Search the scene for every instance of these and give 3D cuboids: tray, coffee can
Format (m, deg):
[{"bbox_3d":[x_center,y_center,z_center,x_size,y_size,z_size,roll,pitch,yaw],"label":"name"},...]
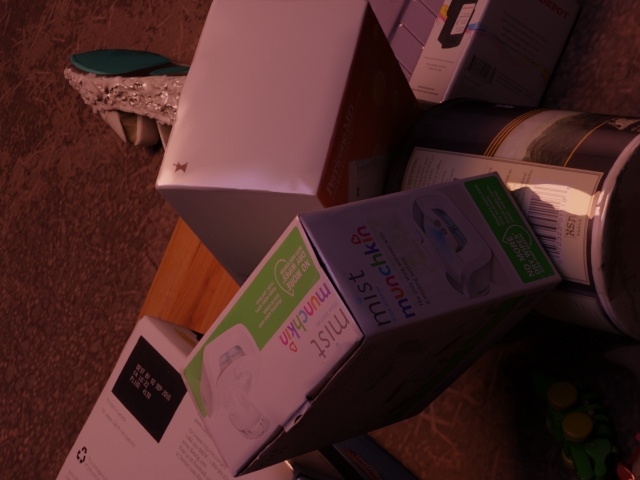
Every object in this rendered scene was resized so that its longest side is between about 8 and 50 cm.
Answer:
[{"bbox_3d":[-0.155,0.139,1.847,0.203,0.076,0.411,17,84,51],"label":"tray"},{"bbox_3d":[0.224,-0.024,1.412,0.275,0.201,0.201,13,80,50],"label":"coffee can"}]

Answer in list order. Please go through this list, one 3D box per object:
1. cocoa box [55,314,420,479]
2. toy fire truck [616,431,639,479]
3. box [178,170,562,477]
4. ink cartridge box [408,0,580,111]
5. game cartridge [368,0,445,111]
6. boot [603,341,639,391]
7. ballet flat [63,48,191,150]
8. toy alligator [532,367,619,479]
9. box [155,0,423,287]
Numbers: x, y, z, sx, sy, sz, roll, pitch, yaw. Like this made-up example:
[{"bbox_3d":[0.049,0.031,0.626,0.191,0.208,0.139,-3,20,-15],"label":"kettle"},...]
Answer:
[{"bbox_3d":[-0.076,0.272,1.565,0.347,0.228,0.231,36,100,50],"label":"cocoa box"},{"bbox_3d":[0.269,0.248,1.182,0.158,0.246,0.217,10,78,50],"label":"toy fire truck"},{"bbox_3d":[0.039,0.078,1.322,0.126,0.231,0.262,61,141,20],"label":"box"},{"bbox_3d":[0.185,-0.203,1.606,0.072,0.127,0.175,20,85,53],"label":"ink cartridge box"},{"bbox_3d":[0.048,-0.325,1.789,0.355,0.068,0.230,51,132,39],"label":"game cartridge"},{"bbox_3d":[0.305,0.137,1.364,0.118,0.042,0.087,-9,67,46],"label":"boot"},{"bbox_3d":[-0.225,-0.185,2.059,0.409,0.147,0.147,15,82,51],"label":"ballet flat"},{"bbox_3d":[0.251,0.188,1.392,0.051,0.056,0.189,-16,48,-6],"label":"toy alligator"},{"bbox_3d":[-0.001,-0.060,1.523,0.168,0.345,0.215,4,65,23],"label":"box"}]
